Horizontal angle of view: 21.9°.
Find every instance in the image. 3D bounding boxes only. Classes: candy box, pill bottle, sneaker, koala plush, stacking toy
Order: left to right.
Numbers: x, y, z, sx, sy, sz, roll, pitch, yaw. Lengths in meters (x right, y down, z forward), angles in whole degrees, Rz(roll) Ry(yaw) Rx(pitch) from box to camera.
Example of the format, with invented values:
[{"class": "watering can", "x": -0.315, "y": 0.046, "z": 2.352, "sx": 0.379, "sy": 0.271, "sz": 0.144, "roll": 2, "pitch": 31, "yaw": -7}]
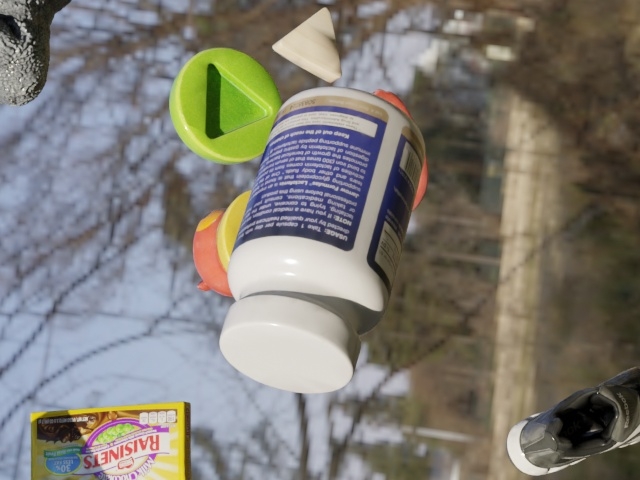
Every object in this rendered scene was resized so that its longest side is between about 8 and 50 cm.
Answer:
[{"class": "koala plush", "x": -0.339, "y": -0.283, "z": 1.858, "sx": 0.221, "sy": 0.203, "sz": 0.196, "roll": -49, "pitch": -3, "yaw": -21}, {"class": "candy box", "x": -0.256, "y": 0.255, "z": 2.017, "sx": 0.027, "sy": 0.206, "sz": 0.105, "roll": 30, "pitch": -124, "yaw": -70}, {"class": "stacking toy", "x": -0.050, "y": -0.094, "z": 1.901, "sx": 0.130, "sy": 0.309, "sz": 0.279, "roll": -25, "pitch": 93, "yaw": 57}, {"class": "pill bottle", "x": 0.000, "y": 0.000, "z": 1.543, "sx": 0.153, "sy": 0.153, "sz": 0.264, "roll": 85, "pitch": -162, "yaw": -56}, {"class": "sneaker", "x": 0.319, "y": 0.187, "z": 1.790, "sx": 0.078, "sy": 0.234, "sz": 0.106, "roll": 67, "pitch": 156, "yaw": 9}]
